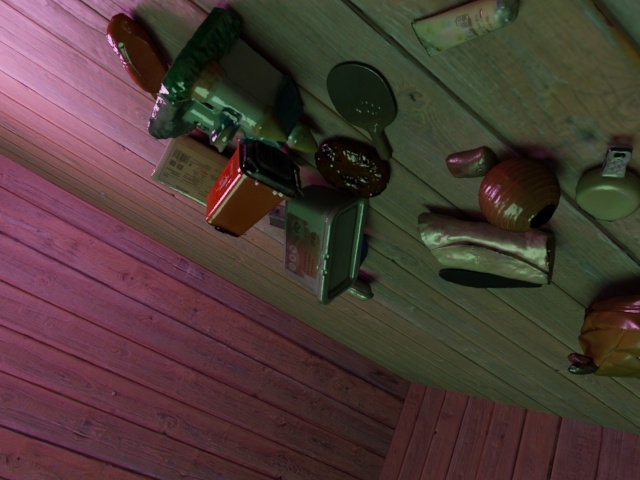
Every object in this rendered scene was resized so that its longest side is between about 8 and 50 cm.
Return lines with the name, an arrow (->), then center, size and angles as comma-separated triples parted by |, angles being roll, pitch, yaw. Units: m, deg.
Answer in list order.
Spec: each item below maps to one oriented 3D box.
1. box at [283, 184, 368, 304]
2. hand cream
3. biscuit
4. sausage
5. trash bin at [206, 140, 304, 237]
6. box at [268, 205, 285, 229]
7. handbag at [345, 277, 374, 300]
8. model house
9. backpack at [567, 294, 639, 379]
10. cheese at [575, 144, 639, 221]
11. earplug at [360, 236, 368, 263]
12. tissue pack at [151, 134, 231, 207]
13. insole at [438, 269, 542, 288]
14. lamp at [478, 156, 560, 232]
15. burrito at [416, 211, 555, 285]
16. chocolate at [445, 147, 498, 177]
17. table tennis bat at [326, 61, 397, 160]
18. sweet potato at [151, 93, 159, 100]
box -> 0.000, 0.000, 1.132 | 0.182, 0.175, 0.312 | 26, 128, 30
hand cream -> 0.191, -0.292, 0.545 | 0.061, 0.039, 0.143 | 37, 161, -34
biscuit -> 0.072, -0.166, 0.953 | 0.192, 0.049, 0.192 | 22, 155, 11
sausage -> -0.391, -0.397, 0.879 | 0.089, 0.089, 0.179 | 14, 154, 27
trash bin -> -0.176, -0.127, 1.043 | 0.184, 0.161, 0.238 | 24, 129, -33
box -> -0.129, -0.079, 1.374 | 0.084, 0.060, 0.063 | 20, 150, 15
handbag -> 0.090, 0.167, 1.583 | 0.256, 0.079, 0.219 | 26, -178, 0
model house -> -0.148, -0.245, 0.831 | 0.325, 0.194, 0.267 | 31, 158, -22
backpack -> 0.773, 0.238, 0.906 | 0.353, 0.201, 0.378 | 10, 157, 26
cheese -> 0.473, -0.094, 0.669 | 0.092, 0.048, 0.171 | -3, 146, 46
earplug -> 0.084, 0.066, 1.388 | 0.132, 0.132, 0.273 | 22, 162, 8
tissue pack -> -0.344, -0.192, 1.179 | 0.234, 0.159, 0.125 | 27, -177, -7
insole -> 0.487, 0.112, 1.187 | 0.110, 0.012, 0.309 | 38, 155, -28
lamp -> 0.352, -0.081, 0.721 | 0.136, 0.136, 0.136 | 22, 159, 9
burrito -> 0.381, 0.010, 0.947 | 0.299, 0.105, 0.143 | 12, 145, 34
chocolate -> 0.289, -0.144, 0.785 | 0.100, 0.031, 0.064 | 0, 143, 51
table tennis bat -> 0.093, -0.245, 0.788 | 0.131, 0.022, 0.234 | 9, 151, 34
sweet potato -> -0.374, -0.346, 1.026 | 0.054, 0.053, 0.182 | 6, 152, 29
